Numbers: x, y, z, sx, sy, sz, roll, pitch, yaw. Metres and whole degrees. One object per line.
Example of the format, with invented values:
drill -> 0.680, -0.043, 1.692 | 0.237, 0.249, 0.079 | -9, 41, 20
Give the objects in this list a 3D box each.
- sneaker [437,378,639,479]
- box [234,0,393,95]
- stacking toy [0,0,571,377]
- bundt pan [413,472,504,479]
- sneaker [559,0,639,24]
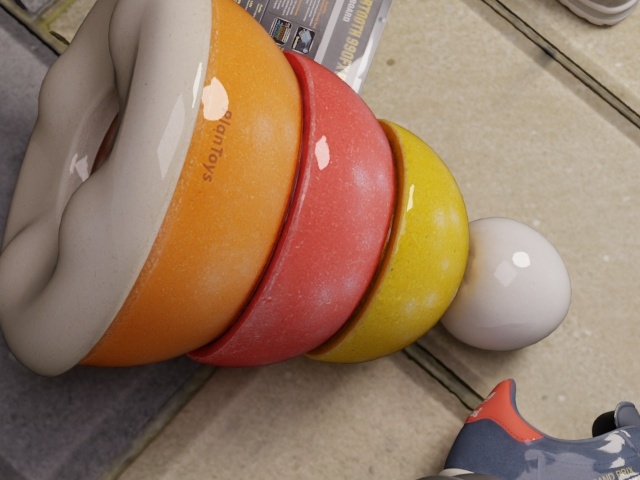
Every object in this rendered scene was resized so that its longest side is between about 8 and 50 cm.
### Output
sneaker -> 0.277, 0.223, 1.445 | 0.350, 0.131, 0.148 | 24, 70, -1
box -> -0.028, -0.223, 1.607 | 0.183, 0.056, 0.231 | 20, 66, -3
stacking toy -> 0.000, 0.000, 1.434 | 0.480, 0.350, 0.350 | 20, 65, -22
bundt pan -> 0.137, 0.309, 1.255 | 0.331, 0.124, 0.331 | 36, 33, -29
sneaker -> 0.204, -0.329, 1.661 | 0.281, 0.115, 0.105 | 32, 66, 3
